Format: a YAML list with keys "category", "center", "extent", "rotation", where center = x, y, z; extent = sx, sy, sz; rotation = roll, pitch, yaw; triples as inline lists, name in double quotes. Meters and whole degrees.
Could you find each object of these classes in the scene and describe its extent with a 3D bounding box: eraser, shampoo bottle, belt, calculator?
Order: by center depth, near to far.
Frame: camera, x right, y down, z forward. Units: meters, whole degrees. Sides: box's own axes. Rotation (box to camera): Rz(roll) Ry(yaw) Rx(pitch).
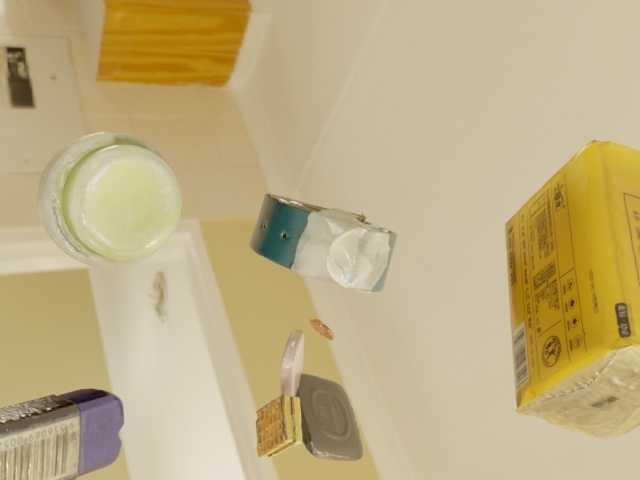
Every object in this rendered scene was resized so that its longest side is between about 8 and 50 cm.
- category: "eraser"
  center: [-0.500, 0.357, 1.317]
  extent: [0.102, 0.332, 0.155]
  rotation: [11, -80, 33]
- category: "calculator"
  center: [-0.059, 0.263, 1.585]
  extent: [0.175, 0.032, 0.100]
  rotation: [93, 11, -45]
- category: "belt"
  center: [-0.001, 0.000, 1.788]
  extent: [0.436, 0.300, 0.173]
  rotation: [18, -86, 67]
- category: "shampoo bottle"
  center: [-0.505, -0.096, 1.793]
  extent: [0.317, 0.322, 0.322]
  rotation: [9, -78, 52]

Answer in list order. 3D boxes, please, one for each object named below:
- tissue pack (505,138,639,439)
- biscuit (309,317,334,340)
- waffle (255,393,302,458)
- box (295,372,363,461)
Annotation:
- category: "tissue pack"
  center: [0.456, 0.082, 1.214]
  extent: [0.293, 0.228, 0.382]
  rotation: [122, -21, -52]
- category: "biscuit"
  center: [0.002, 0.259, 2.215]
  extent: [0.091, 0.015, 0.078]
  rotation: [24, -30, 37]
- category: "waffle"
  center: [-0.087, 0.380, 1.539]
  extent: [0.148, 0.042, 0.102]
  rotation: [-44, -135, 52]
- category: "box"
  center: [0.017, 0.418, 1.796]
  extent: [0.042, 0.201, 0.212]
  rotation: [-38, -128, 32]
